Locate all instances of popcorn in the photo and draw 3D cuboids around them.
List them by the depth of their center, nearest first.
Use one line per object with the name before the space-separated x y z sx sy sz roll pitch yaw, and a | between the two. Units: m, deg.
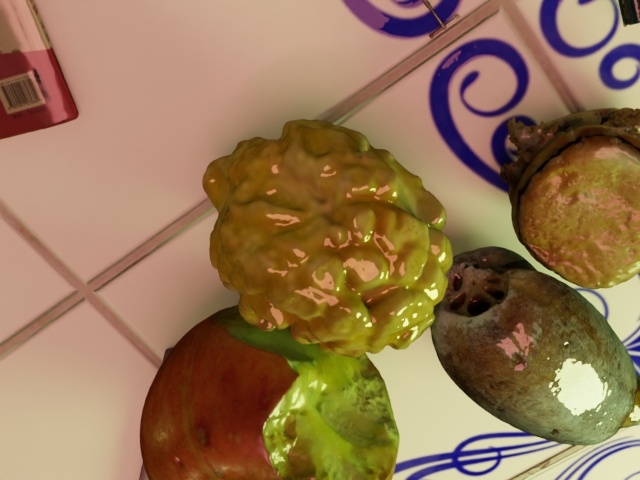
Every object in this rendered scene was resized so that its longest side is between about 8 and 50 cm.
popcorn | 0.003 0.005 0.807 0.235 0.181 0.217 22 165 24

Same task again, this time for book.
book | -0.328 -0.191 0.787 0.162 0.022 0.232 -15 118 4

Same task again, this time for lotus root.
lotus root | 0.224 0.128 0.901 0.322 0.158 0.140 40 87 -34

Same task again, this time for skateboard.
skateboard | 0.091 -0.205 0.774 0.032 0.064 0.083 -39 125 9

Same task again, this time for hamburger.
hamburger | 0.237 -0.051 0.826 0.185 0.131 0.159 39 121 -14

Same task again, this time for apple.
apple | -0.045 0.168 0.872 0.246 0.226 0.246 6 133 6

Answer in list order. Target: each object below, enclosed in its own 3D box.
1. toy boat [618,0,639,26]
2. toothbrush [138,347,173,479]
toy boat | 0.266 -0.252 0.752 0.055 0.060 0.141 -16 111 7
toothbrush | -0.194 0.271 1.041 0.024 0.029 0.354 5 119 -20
